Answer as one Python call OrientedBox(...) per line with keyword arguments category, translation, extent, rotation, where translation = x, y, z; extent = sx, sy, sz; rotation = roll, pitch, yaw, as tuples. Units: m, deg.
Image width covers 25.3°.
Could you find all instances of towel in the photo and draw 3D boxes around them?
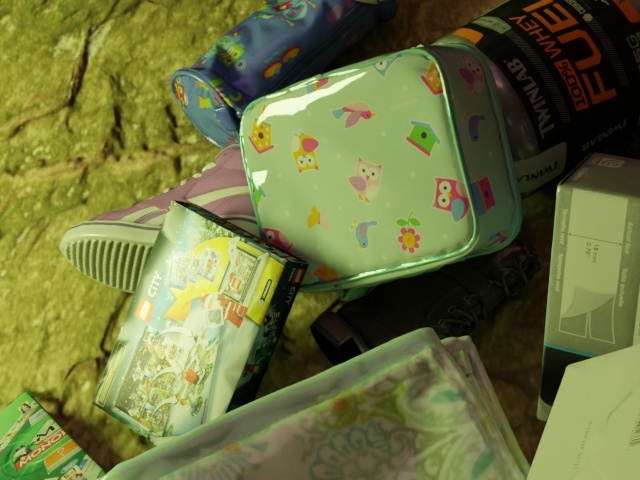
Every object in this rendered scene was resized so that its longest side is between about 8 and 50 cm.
OrientedBox(category="towel", translation=(0.023, 0.280, 1.232), extent=(0.374, 0.090, 0.321), rotation=(-23, 70, -7))

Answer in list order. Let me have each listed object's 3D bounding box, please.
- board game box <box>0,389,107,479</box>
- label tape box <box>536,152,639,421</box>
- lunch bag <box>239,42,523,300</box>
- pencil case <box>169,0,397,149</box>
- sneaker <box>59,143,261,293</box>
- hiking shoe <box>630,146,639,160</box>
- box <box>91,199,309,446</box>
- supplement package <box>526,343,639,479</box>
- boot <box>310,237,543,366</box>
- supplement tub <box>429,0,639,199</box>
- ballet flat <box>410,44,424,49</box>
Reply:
OrientedBox(category="board game box", translation=(-0.350, 0.318, 1.408), extent=(0.317, 0.046, 0.213), rotation=(-40, 52, -17))
OrientedBox(category="label tape box", translation=(0.372, 0.074, 1.265), extent=(0.333, 0.241, 0.106), rotation=(12, 25, 25))
OrientedBox(category="lunch bag", translation=(0.055, -0.062, 1.400), extent=(0.279, 0.224, 0.108), rotation=(-14, 3, 41))
OrientedBox(category="pencil case", translation=(-0.034, -0.239, 1.721), extent=(0.306, 0.119, 0.133), rotation=(-42, 30, -17))
OrientedBox(category="sneaker", translation=(-0.148, -0.029, 1.589), extent=(0.282, 0.102, 0.161), rotation=(-3, 48, 26))
OrientedBox(category="hiking shoe", translation=(0.390, -0.080, 1.442), extent=(0.304, 0.113, 0.132), rotation=(-12, 25, -40))
OrientedBox(category="box", translation=(-0.124, 0.096, 1.441), extent=(0.159, 0.044, 0.233), rotation=(27, 99, 32))
OrientedBox(category="supplement package", translation=(0.290, 0.220, 1.163), extent=(0.149, 0.203, 0.194), rotation=(-24, 30, 48))
OrientedBox(category="boot", translation=(0.137, 0.080, 1.434), extent=(0.229, 0.091, 0.263), rotation=(-37, 49, -14))
OrientedBox(category="supplement tub", translation=(0.236, -0.167, 1.521), extent=(0.316, 0.194, 0.193), rotation=(-32, 50, -18))
OrientedBox(category="ballet flat", translation=(0.091, -0.164, 1.641), extent=(0.280, 0.096, 0.095), rotation=(-17, 49, 2))
